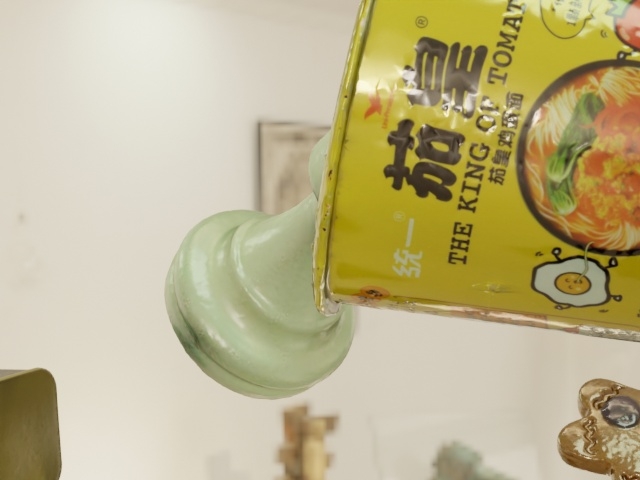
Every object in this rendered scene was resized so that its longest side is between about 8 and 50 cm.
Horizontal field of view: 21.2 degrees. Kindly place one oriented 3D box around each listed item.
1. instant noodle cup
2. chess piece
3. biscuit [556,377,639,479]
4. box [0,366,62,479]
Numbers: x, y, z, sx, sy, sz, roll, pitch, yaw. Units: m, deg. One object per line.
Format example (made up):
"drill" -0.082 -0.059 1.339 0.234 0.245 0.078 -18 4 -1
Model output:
"instant noodle cup" 0.154 -0.077 1.157 0.254 0.326 0.325 14 1 7
"chess piece" 0.000 0.000 1.573 0.194 0.195 0.299 0 -31 -36
"biscuit" 0.370 0.216 1.784 0.236 0.039 0.180 17 44 14
"box" -0.375 0.219 1.840 0.090 0.145 0.201 0 9 29
